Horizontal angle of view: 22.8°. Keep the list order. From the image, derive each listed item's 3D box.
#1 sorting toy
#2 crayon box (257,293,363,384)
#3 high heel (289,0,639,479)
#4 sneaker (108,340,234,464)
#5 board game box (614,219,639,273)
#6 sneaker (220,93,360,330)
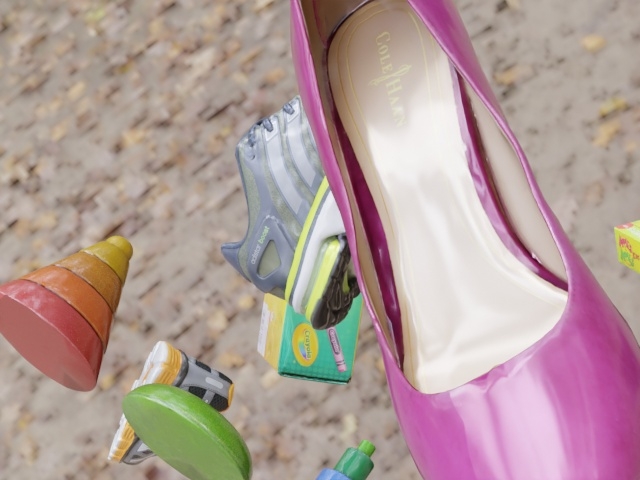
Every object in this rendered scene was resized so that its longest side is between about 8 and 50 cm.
[{"bbox_3d":[-0.103,0.116,1.340,0.126,0.365,0.127,-53,-4,-27],"label":"sorting toy"},{"bbox_3d":[0.000,0.000,1.673,0.165,0.081,0.278,-157,76,-80],"label":"crayon box"},{"bbox_3d":[0.047,-0.012,0.767,0.127,0.181,0.377,-31,38,11],"label":"high heel"},{"bbox_3d":[-0.146,0.170,1.517,0.215,0.083,0.084,128,159,-60],"label":"sneaker"},{"bbox_3d":[0.420,-0.007,1.708,0.181,0.043,0.092,-15,17,-11],"label":"board game box"},{"bbox_3d":[-0.001,-0.086,1.245,0.121,0.111,0.300,20,99,17],"label":"sneaker"}]
